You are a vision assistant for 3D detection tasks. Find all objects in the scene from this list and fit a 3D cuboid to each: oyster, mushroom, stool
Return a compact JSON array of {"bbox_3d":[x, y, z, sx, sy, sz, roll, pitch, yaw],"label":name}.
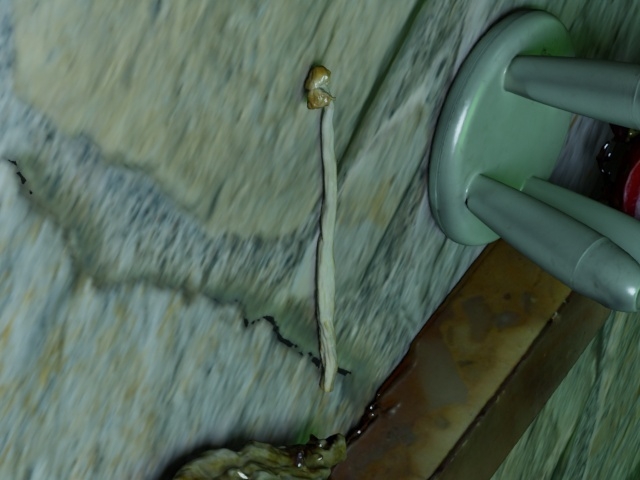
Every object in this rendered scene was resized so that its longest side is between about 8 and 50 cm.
[{"bbox_3d":[-0.090,0.203,1.263,0.345,0.078,0.129,-32,156,-49],"label":"oyster"},{"bbox_3d":[0.005,-0.002,1.320,0.028,0.026,0.286,-28,136,-27],"label":"mushroom"},{"bbox_3d":[0.214,-0.061,1.445,0.195,0.198,0.195,-2,111,-61],"label":"stool"}]

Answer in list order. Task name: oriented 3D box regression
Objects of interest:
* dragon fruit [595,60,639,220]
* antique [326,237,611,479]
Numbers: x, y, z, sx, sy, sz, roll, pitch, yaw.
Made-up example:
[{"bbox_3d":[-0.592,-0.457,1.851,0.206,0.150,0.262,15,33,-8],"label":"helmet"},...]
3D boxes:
[{"bbox_3d":[0.378,-0.027,1.620,0.291,0.269,0.250,-15,109,-56],"label":"dragon fruit"},{"bbox_3d":[0.120,0.119,1.517,0.310,0.093,0.087,-50,147,-28],"label":"antique"}]
